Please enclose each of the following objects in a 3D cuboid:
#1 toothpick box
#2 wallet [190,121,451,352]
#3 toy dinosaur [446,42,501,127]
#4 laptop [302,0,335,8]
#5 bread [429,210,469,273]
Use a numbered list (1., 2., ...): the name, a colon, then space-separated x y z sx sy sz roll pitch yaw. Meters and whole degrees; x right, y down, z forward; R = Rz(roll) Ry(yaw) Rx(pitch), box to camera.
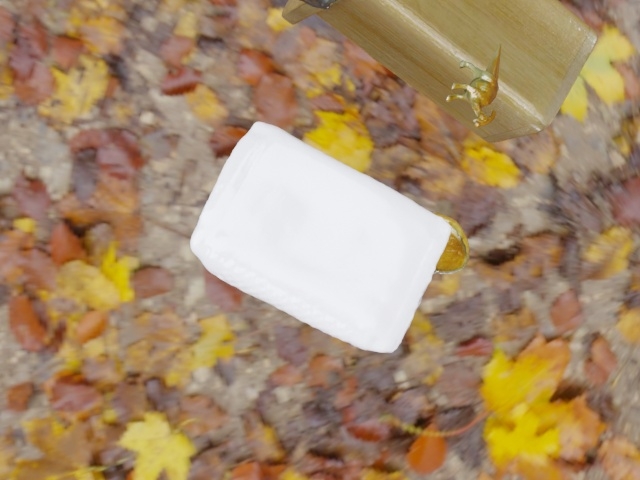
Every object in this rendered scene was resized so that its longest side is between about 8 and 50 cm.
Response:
1. toothpick box: 0.145 -0.263 1.772 0.308 0.187 0.190 34 73 -17
2. wallet: 0.000 0.000 1.161 0.183 0.032 0.124 27 80 -7
3. toy dinosaur: 0.128 -0.131 1.257 0.041 0.113 0.026 16 132 -2
4. laptop: -0.056 -0.237 0.888 0.207 0.026 0.153 24 94 20
5. bread: 0.129 0.005 1.864 0.110 0.024 0.110 7 134 7
